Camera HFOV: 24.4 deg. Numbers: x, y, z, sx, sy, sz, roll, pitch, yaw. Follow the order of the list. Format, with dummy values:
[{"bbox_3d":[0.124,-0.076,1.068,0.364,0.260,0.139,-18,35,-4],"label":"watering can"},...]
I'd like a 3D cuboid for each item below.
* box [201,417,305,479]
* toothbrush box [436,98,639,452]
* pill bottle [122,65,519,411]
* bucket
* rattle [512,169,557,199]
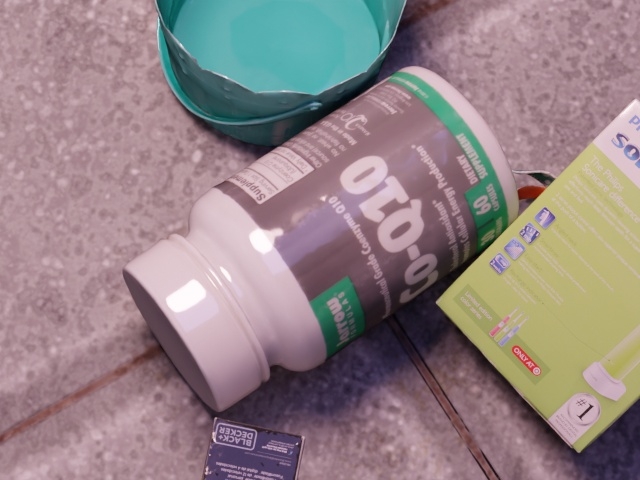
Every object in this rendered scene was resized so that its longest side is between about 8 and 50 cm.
[{"bbox_3d":[-0.090,0.326,1.365,0.087,0.169,0.290,13,69,-2],"label":"box"},{"bbox_3d":[0.290,0.033,1.454,0.206,0.122,0.283,46,107,11],"label":"toothbrush box"},{"bbox_3d":[0.000,0.000,1.467,0.361,0.204,0.204,-34,76,-14],"label":"pill bottle"},{"bbox_3d":[-0.046,-0.241,1.559,0.281,0.183,0.281,1,70,-4],"label":"bucket"},{"bbox_3d":[0.304,-0.068,1.587,0.199,0.130,0.143,8,56,26],"label":"rattle"}]
